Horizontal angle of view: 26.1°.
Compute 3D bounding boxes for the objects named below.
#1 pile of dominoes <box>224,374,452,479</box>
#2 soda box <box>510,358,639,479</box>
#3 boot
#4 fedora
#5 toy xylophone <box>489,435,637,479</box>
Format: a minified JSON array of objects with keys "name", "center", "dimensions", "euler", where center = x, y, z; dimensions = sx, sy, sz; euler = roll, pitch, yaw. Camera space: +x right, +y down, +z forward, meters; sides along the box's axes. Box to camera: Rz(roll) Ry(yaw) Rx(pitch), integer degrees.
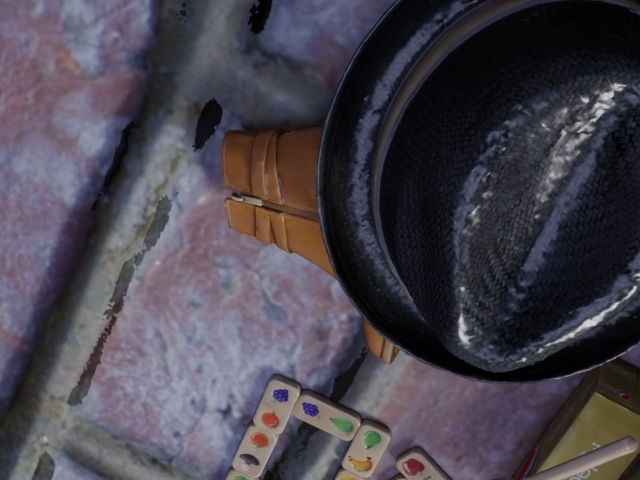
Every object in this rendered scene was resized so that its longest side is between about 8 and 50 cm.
[{"name":"pile of dominoes","center":[0.000,0.259,1.243],"dimensions":[0.196,0.040,0.251],"euler":[25,123,2]},{"name":"soda box","center":[0.207,0.180,1.121],"dimensions":[0.058,0.061,0.181],"euler":[28,123,1]},{"name":"boot","center":[0.000,0.000,1.080],"dimensions":[0.152,0.073,0.197],"euler":[5,113,16]},{"name":"fedora","center":[0.146,-0.031,0.925],"dimensions":[0.334,0.152,0.334],"euler":[1,109,3]},{"name":"toy xylophone","center":[0.235,0.262,1.009],"dimensions":[0.323,0.081,0.236],"euler":[-30,73,56]}]
